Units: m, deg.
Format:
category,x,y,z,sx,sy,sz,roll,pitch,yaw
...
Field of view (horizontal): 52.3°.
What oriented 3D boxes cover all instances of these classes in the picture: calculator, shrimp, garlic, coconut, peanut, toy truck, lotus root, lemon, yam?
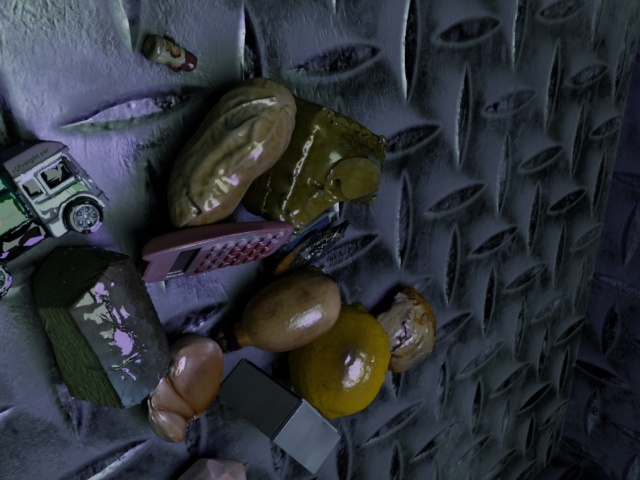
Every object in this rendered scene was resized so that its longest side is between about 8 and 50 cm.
category,x,y,z,sx,sy,sz,roll,pitch,yaw
calculator,-0.208,0.018,1.300,0.330,0.220,0.048,-9,71,-28
shrimp,0.000,0.000,1.535,0.262,0.051,0.198,-32,172,-27
garlic,-0.303,0.298,1.412,0.217,0.110,0.228,-47,148,-36
coconut,-0.255,0.604,1.569,0.183,0.171,0.170,-35,131,-26
peanut,-0.174,-0.165,1.258,0.340,0.174,0.158,-49,151,4
toy truck,-0.516,-0.018,0.992,0.363,0.177,0.178,-36,119,-27
lotus root,-0.098,0.178,1.509,0.310,0.183,0.182,-24,127,-14
lemon,0.046,0.302,1.657,0.261,0.261,0.283,-8,100,-44
yam,-0.396,0.145,1.183,0.201,0.203,0.271,-59,142,-40

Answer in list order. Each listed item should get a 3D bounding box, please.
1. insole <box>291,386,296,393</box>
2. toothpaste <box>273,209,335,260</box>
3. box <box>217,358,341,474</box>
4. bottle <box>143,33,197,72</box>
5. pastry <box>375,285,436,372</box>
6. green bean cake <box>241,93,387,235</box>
category,x,y,z,sx,sy,sz,roll,pitch,yaw
insole,-0.054,0.396,1.786,0.080,0.003,0.231,-2,110,-45
toothpaste,-0.039,-0.020,1.575,0.197,0.035,0.057,-35,141,-26
box,-0.100,0.422,1.586,0.117,0.225,0.225,-51,137,-15
bottle,-0.266,-0.336,1.178,0.101,0.047,0.063,11,91,-49
pastry,0.263,0.279,1.933,0.237,0.170,0.256,-45,140,-17
green bean cake,0.006,-0.143,1.437,0.310,0.202,0.285,10,104,-47
